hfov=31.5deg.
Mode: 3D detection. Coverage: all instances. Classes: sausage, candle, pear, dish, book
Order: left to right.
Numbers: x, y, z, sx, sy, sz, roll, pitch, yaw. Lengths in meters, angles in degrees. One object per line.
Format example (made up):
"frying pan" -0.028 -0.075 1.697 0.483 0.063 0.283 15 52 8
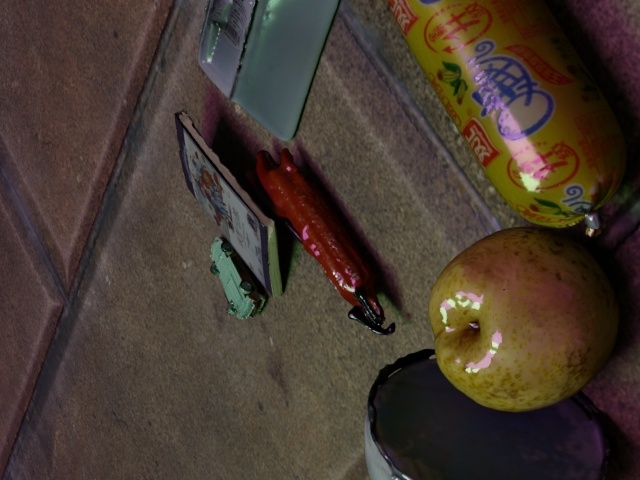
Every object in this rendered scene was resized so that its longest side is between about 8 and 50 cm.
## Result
"book" -0.122 -0.046 1.478 0.231 0.026 0.157 51 159 30
"dish" -0.080 -0.253 1.338 0.182 0.080 0.243 51 138 31
"candle" 0.000 0.000 1.343 0.302 0.059 0.084 55 153 29
"sausage" 0.158 -0.156 1.002 0.347 0.123 0.123 61 143 17
"pear" 0.178 0.073 1.027 0.178 0.178 0.178 25 123 48

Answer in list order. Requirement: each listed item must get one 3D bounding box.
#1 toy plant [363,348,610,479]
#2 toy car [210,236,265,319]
"toy plant" 0.136 0.295 1.136 0.247 0.247 0.332 42 138 38
"toy car" -0.117 0.049 1.547 0.122 0.035 0.059 64 145 29
